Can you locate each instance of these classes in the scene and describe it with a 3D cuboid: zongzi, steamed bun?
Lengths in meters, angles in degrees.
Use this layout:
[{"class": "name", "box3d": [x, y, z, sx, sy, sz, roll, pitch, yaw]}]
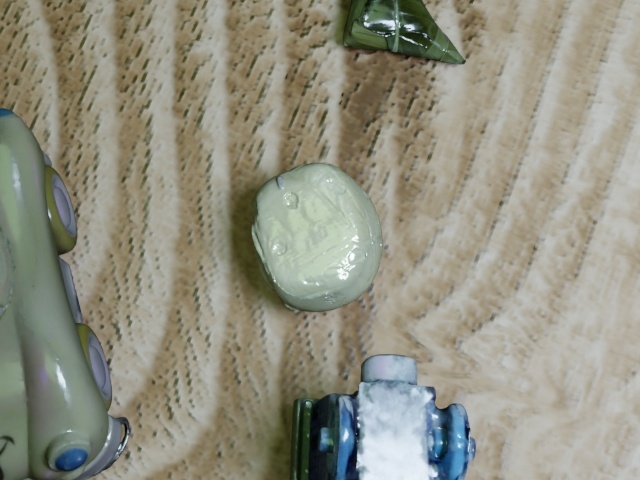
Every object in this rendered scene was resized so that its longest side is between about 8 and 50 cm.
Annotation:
[{"class": "zongzi", "box3d": [0.088, -0.228, 1.159, 0.119, 0.055, 0.109, 11, 74, -3]}, {"class": "steamed bun", "box3d": [0.000, 0.000, 1.079, 0.112, 0.091, 0.130, -21, 76, 6]}]

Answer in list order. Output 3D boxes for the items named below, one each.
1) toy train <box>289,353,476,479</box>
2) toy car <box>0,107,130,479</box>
[{"class": "toy train", "box3d": [0.046, 0.248, 0.951, 0.131, 0.202, 0.299, 6, 74, -10]}, {"class": "toy car", "box3d": [-0.326, 0.055, 1.027, 0.242, 0.226, 0.336, -15, 72, 1]}]
